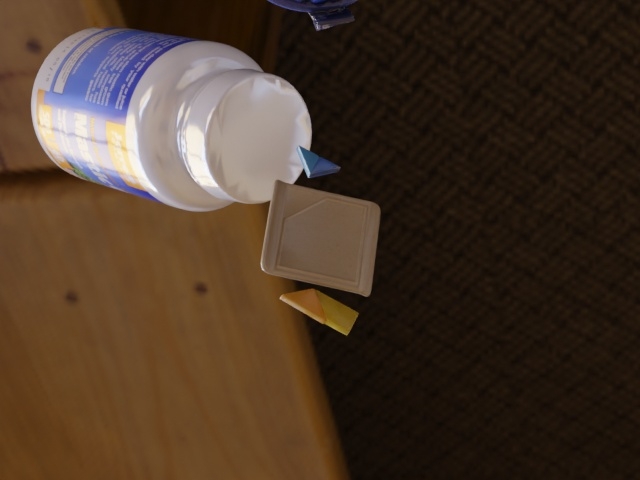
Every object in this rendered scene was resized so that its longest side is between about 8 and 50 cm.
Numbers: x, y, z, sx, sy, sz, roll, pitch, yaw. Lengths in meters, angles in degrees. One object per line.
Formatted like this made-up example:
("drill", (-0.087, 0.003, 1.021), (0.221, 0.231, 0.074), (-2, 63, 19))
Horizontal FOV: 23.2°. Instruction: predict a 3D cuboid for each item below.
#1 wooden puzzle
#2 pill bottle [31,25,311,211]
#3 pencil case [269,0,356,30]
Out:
("wooden puzzle", (0.000, 0.000, 0.974), (0.079, 0.116, 0.014), (21, 147, -7))
("pill bottle", (-0.134, -0.109, 1.409), (0.272, 0.152, 0.152), (17, 155, 51))
("pencil case", (-0.003, -0.298, 1.061), (0.133, 0.306, 0.119), (8, 147, -18))
